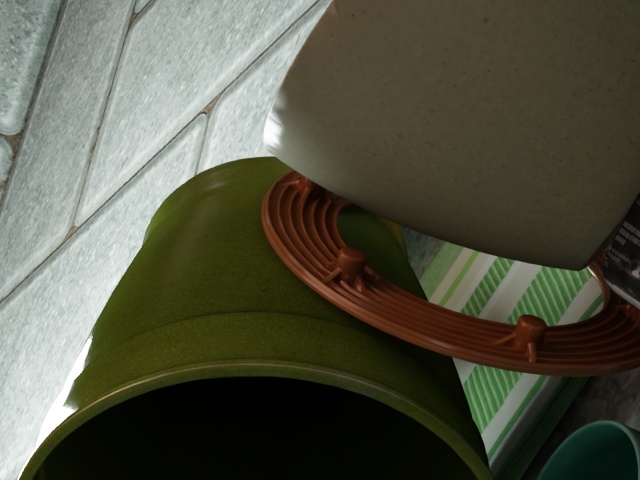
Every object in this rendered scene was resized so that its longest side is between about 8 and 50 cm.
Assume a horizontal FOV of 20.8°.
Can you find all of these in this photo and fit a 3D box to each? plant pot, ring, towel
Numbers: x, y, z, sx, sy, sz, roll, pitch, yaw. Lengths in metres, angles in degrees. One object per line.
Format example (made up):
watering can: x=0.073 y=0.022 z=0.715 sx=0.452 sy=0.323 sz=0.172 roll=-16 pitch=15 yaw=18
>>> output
plant pot: x=-0.044 y=0.121 z=1.406 sx=0.366 sy=0.366 sz=0.353 roll=-49 pitch=23 yaw=31
ring: x=0.120 y=0.005 z=1.357 sx=0.336 sy=0.336 sz=0.032 roll=-111 pitch=34 yaw=-61
towel: x=0.160 y=0.078 z=1.577 sx=0.248 sy=0.038 sz=0.325 roll=-58 pitch=22 yaw=12

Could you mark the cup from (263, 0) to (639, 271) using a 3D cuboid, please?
cup: x=0.154 y=-0.115 z=1.272 sx=0.331 sy=0.237 sz=0.331 roll=-47 pitch=-9 yaw=-9

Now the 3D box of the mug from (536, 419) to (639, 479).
mug: x=0.216 y=0.215 z=1.218 sx=0.129 sy=0.097 sz=0.158 roll=-33 pitch=37 yaw=50

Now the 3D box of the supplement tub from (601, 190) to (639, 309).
supplement tub: x=0.345 y=-0.070 z=1.106 sx=0.338 sy=0.207 sz=0.207 roll=-60 pitch=23 yaw=7
